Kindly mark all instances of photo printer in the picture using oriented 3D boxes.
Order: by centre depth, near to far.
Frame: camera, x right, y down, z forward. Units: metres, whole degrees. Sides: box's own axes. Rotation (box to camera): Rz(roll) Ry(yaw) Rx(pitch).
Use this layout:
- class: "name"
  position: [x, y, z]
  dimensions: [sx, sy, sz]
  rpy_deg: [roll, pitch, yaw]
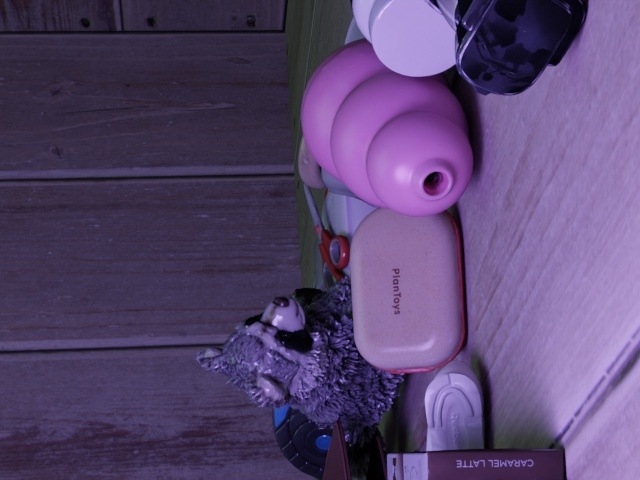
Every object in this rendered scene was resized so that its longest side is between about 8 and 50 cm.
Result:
- class: "photo printer"
  position: [0.072, 0.049, 2.318]
  dimensions: [0.256, 0.107, 0.307]
  rpy_deg: [115, 153, -69]

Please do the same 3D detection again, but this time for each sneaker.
- class: "sneaker"
  position: [0.169, 0.266, 1.650]
  dimensions: [0.095, 0.090, 0.235]
  rpy_deg: [-54, -32, -79]
- class: "sneaker"
  position: [0.017, 0.360, 2.399]
  dimensions: [0.139, 0.125, 0.341]
  rpy_deg: [-82, -32, -56]

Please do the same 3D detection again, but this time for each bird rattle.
- class: "bird rattle"
  position: [0.016, -0.176, 2.376]
  dimensions: [0.207, 0.143, 0.253]
  rpy_deg: [-38, -30, -49]

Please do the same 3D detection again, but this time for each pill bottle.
- class: "pill bottle"
  position: [0.109, -0.327, 1.689]
  dimensions: [0.264, 0.153, 0.153]
  rpy_deg: [-100, 10, -51]

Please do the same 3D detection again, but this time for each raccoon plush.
- class: "raccoon plush"
  position: [-0.009, 0.272, 2.101]
  dimensions: [0.216, 0.299, 0.446]
  rpy_deg: [4, 116, 46]

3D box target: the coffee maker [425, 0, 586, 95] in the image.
- class: "coffee maker"
  position: [0.172, -0.247, 1.261]
  dimensions: [0.178, 0.120, 0.171]
  rpy_deg: [-102, 13, -57]

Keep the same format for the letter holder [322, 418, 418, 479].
- class: "letter holder"
  position: [0.096, 0.434, 1.999]
  dimensions: [0.302, 0.152, 0.214]
  rpy_deg: [-98, 11, -47]

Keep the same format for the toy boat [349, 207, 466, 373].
- class: "toy boat"
  position: [0.129, 0.062, 1.792]
  dimensions: [0.151, 0.151, 0.231]
  rpy_deg: [14, -107, -66]

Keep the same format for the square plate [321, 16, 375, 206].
- class: "square plate"
  position: [0.072, -0.235, 2.099]
  dimensions: [0.347, 0.049, 0.344]
  rpy_deg: [-153, 74, -77]

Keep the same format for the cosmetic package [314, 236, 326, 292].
- class: "cosmetic package"
  position: [0.039, 0.035, 2.780]
  dimensions: [0.231, 0.086, 0.117]
  rpy_deg: [122, 146, -76]

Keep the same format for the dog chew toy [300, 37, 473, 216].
- class: "dog chew toy"
  position: [0.096, -0.134, 1.706]
  dimensions: [0.332, 0.207, 0.206]
  rpy_deg: [-121, 29, -61]

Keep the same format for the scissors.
- class: "scissors"
  position: [0.000, 0.000, 2.304]
  dimensions: [0.297, 0.021, 0.109]
  rpy_deg: [-125, 38, -61]

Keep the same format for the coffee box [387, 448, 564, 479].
- class: "coffee box"
  position: [0.157, 0.268, 1.402]
  dimensions: [0.246, 0.141, 0.098]
  rpy_deg: [119, 149, -79]
